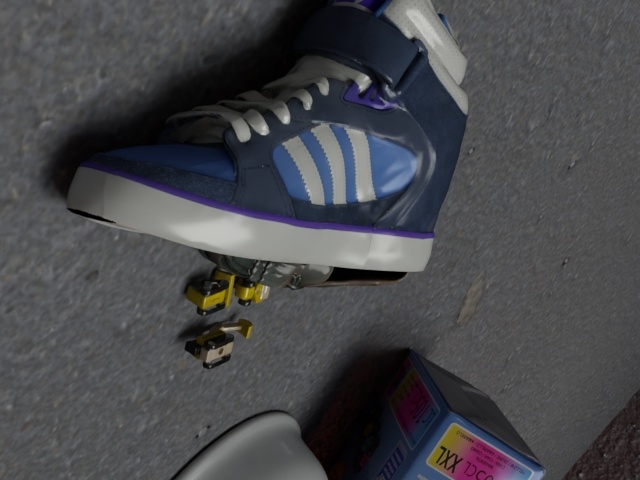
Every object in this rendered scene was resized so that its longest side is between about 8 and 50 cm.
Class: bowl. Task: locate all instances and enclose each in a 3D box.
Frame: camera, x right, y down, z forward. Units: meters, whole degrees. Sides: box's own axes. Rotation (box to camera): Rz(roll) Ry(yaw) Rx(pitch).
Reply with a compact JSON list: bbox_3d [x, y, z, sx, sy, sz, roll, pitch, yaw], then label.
[{"bbox_3d":[-0.081,0.345,1.235,0.298,0.134,0.297,-40,152,-26],"label":"bowl"}]

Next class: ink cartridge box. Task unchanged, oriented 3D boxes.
[{"bbox_3d":[0.079,0.361,1.387,0.395,0.151,0.270,-58,-171,5],"label":"ink cartridge box"}]

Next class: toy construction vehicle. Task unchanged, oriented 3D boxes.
[{"bbox_3d":[-0.086,0.061,0.980,0.098,0.035,0.085,-22,130,-53],"label":"toy construction vehicle"}]

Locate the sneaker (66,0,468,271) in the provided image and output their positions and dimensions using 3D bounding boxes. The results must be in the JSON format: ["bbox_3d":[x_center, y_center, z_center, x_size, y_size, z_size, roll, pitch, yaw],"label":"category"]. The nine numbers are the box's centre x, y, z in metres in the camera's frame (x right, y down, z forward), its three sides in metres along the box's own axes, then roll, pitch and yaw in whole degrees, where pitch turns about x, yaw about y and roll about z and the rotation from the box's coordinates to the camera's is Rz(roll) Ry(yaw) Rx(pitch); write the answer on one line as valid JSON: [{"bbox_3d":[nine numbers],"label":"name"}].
[{"bbox_3d":[-0.020,-0.106,0.806,0.323,0.130,0.236,8,93,-42],"label":"sneaker"}]

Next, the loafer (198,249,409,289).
[{"bbox_3d":[0.000,0.000,0.980,0.267,0.084,0.096,1,122,-61],"label":"loafer"}]
